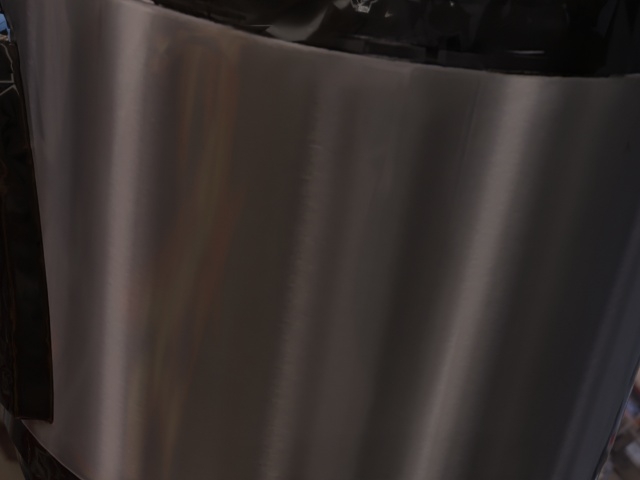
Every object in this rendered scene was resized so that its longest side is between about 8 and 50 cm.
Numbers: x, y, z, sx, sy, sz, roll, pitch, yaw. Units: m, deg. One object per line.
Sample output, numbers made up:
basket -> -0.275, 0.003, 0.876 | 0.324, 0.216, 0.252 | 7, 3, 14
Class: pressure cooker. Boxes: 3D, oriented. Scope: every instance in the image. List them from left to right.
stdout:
pressure cooker -> 0.006, 0.001, 0.588 | 0.370, 0.375, 0.421 | -26, -46, -46
